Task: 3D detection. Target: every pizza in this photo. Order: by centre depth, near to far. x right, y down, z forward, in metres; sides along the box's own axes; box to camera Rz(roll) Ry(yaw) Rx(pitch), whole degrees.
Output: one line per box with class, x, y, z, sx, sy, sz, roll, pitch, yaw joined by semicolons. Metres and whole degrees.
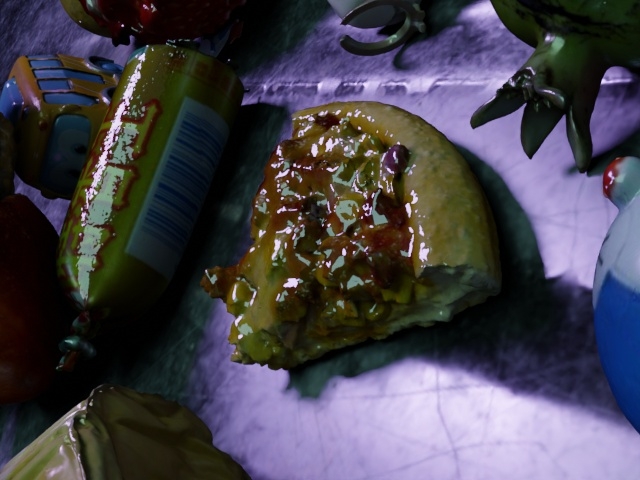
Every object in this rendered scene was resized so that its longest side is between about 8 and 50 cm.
pizza;0.000;0.000;0.724;0.229;0.081;0.289;-52;37;10

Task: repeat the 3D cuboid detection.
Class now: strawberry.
strawberry;-0.145;-0.339;1.074;0.261;0.257;0.261;9;102;49

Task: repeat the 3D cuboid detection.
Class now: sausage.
sausage;-0.177;-0.026;0.929;0.125;0.117;0.318;-10;56;57

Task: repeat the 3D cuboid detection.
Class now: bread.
bread;-0.115;0.214;0.618;0.133;0.179;0.250;-39;46;12

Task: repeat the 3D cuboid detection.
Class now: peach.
peach;-0.268;0.052;0.942;0.279;0.068;0.189;107;167;-63

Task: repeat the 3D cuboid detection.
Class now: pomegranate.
pomegranate;0.158;-0.143;0.602;0.152;0.131;0.191;32;98;52

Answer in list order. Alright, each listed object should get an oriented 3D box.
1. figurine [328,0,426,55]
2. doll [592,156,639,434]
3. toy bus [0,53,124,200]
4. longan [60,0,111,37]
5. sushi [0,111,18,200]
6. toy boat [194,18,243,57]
figurine;0.031;-0.225;0.845;0.132;0.132;0.154;-36;54;28
doll;0.228;0.008;0.373;0.256;0.161;0.215;-23;18;24
toy bus;-0.271;-0.122;1.078;0.209;0.136;0.126;52;127;53
longan;-0.242;-0.325;1.238;0.145;0.176;0.155;-38;-35;-70
sushi;-0.331;-0.021;0.992;0.294;0.059;0.292;110;158;-52
toy boat;-0.144;-0.183;1.099;0.149;0.034;0.105;-8;54;34
